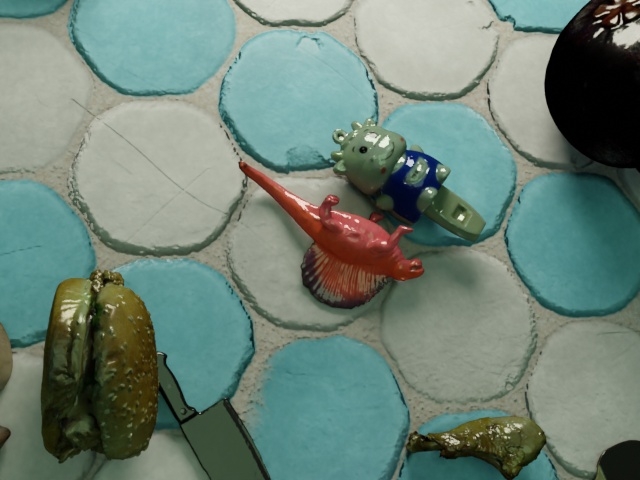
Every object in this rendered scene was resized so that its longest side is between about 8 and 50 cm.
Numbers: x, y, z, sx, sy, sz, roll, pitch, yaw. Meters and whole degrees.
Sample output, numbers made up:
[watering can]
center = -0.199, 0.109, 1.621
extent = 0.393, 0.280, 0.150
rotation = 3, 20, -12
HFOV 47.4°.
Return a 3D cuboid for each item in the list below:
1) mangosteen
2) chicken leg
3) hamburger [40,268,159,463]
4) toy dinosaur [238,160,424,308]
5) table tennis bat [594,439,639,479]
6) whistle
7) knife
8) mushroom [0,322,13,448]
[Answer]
[mangosteen]
center = 0.460, -0.208, 1.026
extent = 0.275, 0.275, 0.302
rotation = -54, 127, -17
[chicken leg]
center = 0.200, 0.265, 0.938
extent = 0.178, 0.070, 0.093
rotation = 3, 33, 0
[hamburger]
center = -0.245, 0.136, 0.820
extent = 0.122, 0.189, 0.215
rotation = 0, 80, -9
[toy dinosaur]
center = 0.001, 0.008, 0.978
extent = 0.286, 0.070, 0.139
rotation = 22, 96, -3
[table tennis bat]
center = 0.399, 0.328, 0.991
extent = 0.156, 0.013, 0.087
rotation = -16, 81, -15
[whistle]
center = 0.119, -0.080, 0.992
extent = 0.244, 0.092, 0.110
rotation = 35, 69, 0
[knife]
center = -0.134, 0.236, 0.912
extent = 0.072, 0.019, 0.245
rotation = -30, 87, -20
[mushroom]
center = -0.438, 0.143, 0.799
extent = 0.236, 0.162, 0.173
rotation = 42, 75, -1
